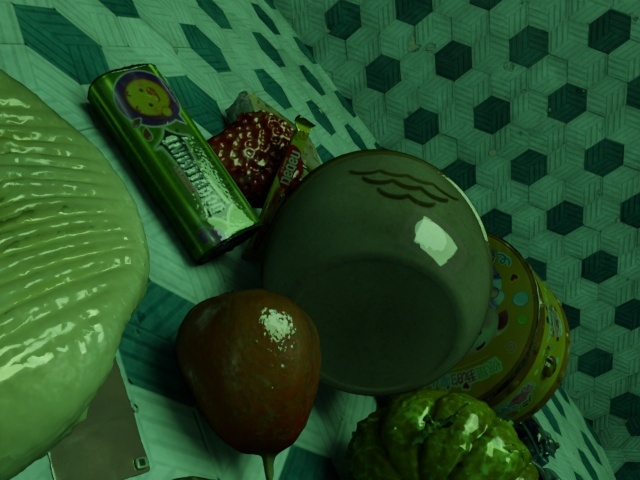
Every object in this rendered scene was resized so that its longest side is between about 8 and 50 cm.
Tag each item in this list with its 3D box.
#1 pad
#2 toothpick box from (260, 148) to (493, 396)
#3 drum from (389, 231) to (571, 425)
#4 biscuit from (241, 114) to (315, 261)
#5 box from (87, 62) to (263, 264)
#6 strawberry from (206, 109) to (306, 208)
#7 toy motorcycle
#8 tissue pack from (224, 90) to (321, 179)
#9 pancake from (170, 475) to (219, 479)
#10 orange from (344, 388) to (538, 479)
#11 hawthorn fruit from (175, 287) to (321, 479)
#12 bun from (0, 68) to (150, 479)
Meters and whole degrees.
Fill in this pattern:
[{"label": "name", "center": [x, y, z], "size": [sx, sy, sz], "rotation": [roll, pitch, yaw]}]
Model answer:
[{"label": "pad", "center": [-0.255, 0.172, 0.568], "size": [0.113, 0.006, 0.187], "rotation": [13, 45, -59]}, {"label": "toothpick box", "center": [0.101, 0.039, 0.975], "size": [0.409, 0.409, 0.425], "rotation": [47, 25, -19]}, {"label": "drum", "center": [0.310, 0.197, 1.162], "size": [0.214, 0.431, 0.431], "rotation": [34, 29, -41]}, {"label": "biscuit", "center": [-0.082, -0.097, 1.001], "size": [0.048, 0.291, 0.026], "rotation": [18, 7, -34]}, {"label": "box", "center": [-0.243, -0.131, 0.888], "size": [0.134, 0.097, 0.345], "rotation": [-31, 86, -41]}, {"label": "strawberry", "center": [-0.154, -0.152, 1.050], "size": [0.244, 0.205, 0.205], "rotation": [-18, 73, -47]}, {"label": "toy motorcycle", "center": [0.599, 0.617, 1.463], "size": [0.232, 0.172, 0.416], "rotation": [40, 16, -18]}, {"label": "tissue pack", "center": [-0.107, -0.239, 1.333], "size": [0.257, 0.123, 0.215], "rotation": [31, 29, -47]}, {"label": "pancake", "center": [-0.075, 0.294, 0.525], "size": [0.212, 0.029, 0.235], "rotation": [17, -6, -27]}, {"label": "orange", "center": [0.192, 0.376, 0.796], "size": [0.223, 0.300, 0.301], "rotation": [-1, 55, -59]}, {"label": "hawthorn fruit", "center": [-0.084, 0.186, 0.685], "size": [0.199, 0.200, 0.251], "rotation": [16, 57, -58]}, {"label": "bun", "center": [-0.310, 0.016, 0.379], "size": [0.352, 0.227, 0.349], "rotation": [57, 21, 0]}]
